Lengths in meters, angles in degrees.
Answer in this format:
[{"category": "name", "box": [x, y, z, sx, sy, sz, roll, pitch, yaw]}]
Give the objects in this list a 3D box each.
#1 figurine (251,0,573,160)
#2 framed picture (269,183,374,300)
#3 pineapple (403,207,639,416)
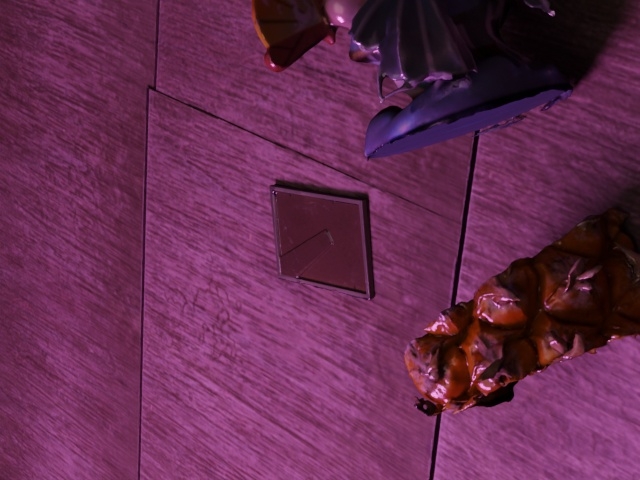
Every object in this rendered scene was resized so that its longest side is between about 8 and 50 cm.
[{"category": "figurine", "box": [0.068, -0.280, 1.145, 0.248, 0.276, 0.388, 154, 101, -74]}, {"category": "framed picture", "box": [0.000, 0.000, 1.485, 0.149, 0.011, 0.109, 12, 111, 47]}, {"category": "pineapple", "box": [0.181, 0.072, 1.204, 0.236, 0.186, 0.114, -26, 76, 6]}]
